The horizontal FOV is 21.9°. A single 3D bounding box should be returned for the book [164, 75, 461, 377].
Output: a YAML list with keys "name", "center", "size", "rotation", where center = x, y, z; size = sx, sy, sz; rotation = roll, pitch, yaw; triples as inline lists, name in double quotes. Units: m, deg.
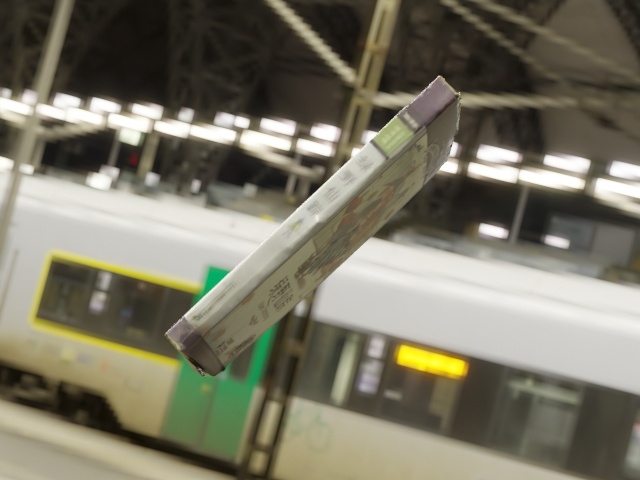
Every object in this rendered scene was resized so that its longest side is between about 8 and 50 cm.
- name: "book"
  center: [0.001, 0.001, 1.066]
  size: [0.026, 0.231, 0.157]
  rotation: [46, -7, 10]
